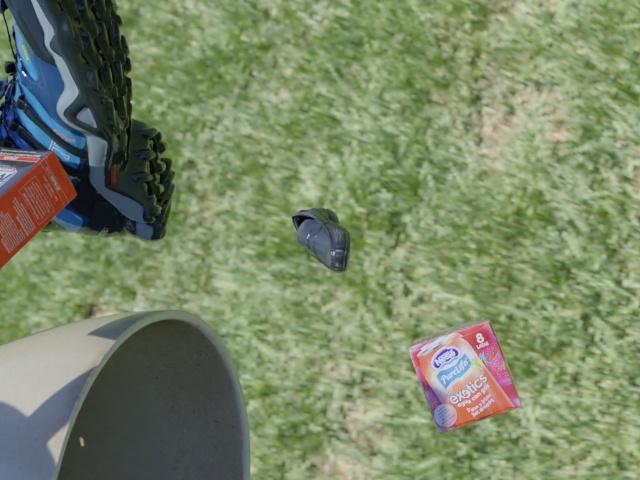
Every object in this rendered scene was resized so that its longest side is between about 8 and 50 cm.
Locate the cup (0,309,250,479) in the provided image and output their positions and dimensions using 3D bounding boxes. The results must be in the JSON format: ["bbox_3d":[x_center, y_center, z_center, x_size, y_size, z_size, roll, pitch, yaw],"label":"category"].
[{"bbox_3d":[-0.236,0.216,1.070,0.236,0.331,0.331,3,80,22],"label":"cup"}]

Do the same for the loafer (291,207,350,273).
[{"bbox_3d":[0.000,0.000,2.080,0.223,0.078,0.076,-120,35,-69],"label":"loafer"}]

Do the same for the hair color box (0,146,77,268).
[{"bbox_3d":[-0.245,-0.008,0.887,0.072,0.043,0.141,5,43,37],"label":"hair color box"}]

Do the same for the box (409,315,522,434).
[{"bbox_3d":[0.206,0.187,1.813,0.122,0.257,0.128,-20,86,5],"label":"box"}]

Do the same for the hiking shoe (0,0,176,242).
[{"bbox_3d":[-0.209,-0.100,0.977,0.132,0.304,0.113,-6,46,7],"label":"hiking shoe"}]
